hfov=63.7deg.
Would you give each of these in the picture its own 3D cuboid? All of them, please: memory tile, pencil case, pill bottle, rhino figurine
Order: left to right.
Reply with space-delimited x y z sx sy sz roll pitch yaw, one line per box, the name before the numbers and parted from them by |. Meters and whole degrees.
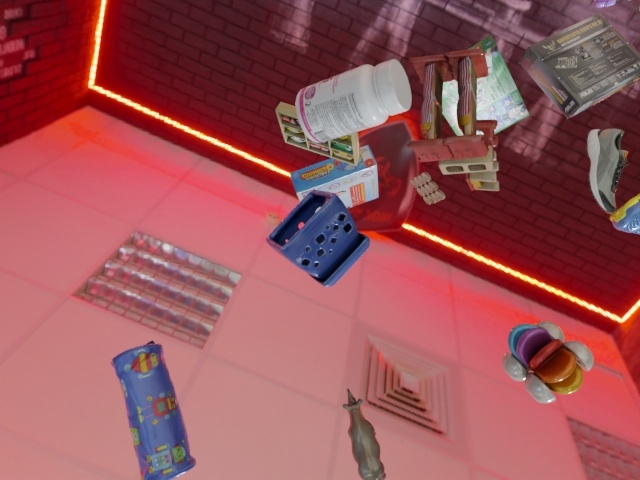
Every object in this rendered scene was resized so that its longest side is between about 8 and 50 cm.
pencil case | -0.380 0.383 1.159 0.119 0.133 0.306 -9 -104 -47
pill bottle | 0.089 -0.375 1.388 0.283 0.161 0.160 -11 -165 31
rhino figurine | 0.107 0.501 1.327 0.073 0.106 0.243 -18 -112 4
memory tile | 0.359 -0.174 1.726 0.113 0.012 0.148 51 169 -3

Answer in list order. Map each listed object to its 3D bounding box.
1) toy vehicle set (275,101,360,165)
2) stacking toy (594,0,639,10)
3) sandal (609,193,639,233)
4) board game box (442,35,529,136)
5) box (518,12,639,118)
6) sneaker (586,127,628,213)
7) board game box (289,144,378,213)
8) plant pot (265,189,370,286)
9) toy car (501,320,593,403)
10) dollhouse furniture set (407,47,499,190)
toy vehicle set | -0.005 -0.333 1.616 0.266 0.166 0.035 21 -111 19
stacking toy | 0.841 -0.684 1.442 0.167 0.221 0.052 53 -151 -51
sandal | 0.918 -0.052 1.381 0.317 0.126 0.138 -2 -122 -23
board game box | 0.461 -0.420 1.513 0.317 0.213 0.046 37 -146 -45
box | 0.605 -0.404 1.182 0.231 0.056 0.183 -29 -107 -15
sneaker | 0.894 -0.219 1.594 0.108 0.272 0.100 -6 175 42
board game box | 0.062 -0.205 1.944 0.301 0.308 0.086 -20 -109 0
plant pot | 0.000 0.000 1.587 0.212 0.236 0.236 44 174 -19
toy car | 0.489 0.252 1.141 0.136 0.159 0.182 48 180 -35
dollhouse furniture set | 0.322 -0.256 1.202 0.152 0.202 0.374 -1 169 24
